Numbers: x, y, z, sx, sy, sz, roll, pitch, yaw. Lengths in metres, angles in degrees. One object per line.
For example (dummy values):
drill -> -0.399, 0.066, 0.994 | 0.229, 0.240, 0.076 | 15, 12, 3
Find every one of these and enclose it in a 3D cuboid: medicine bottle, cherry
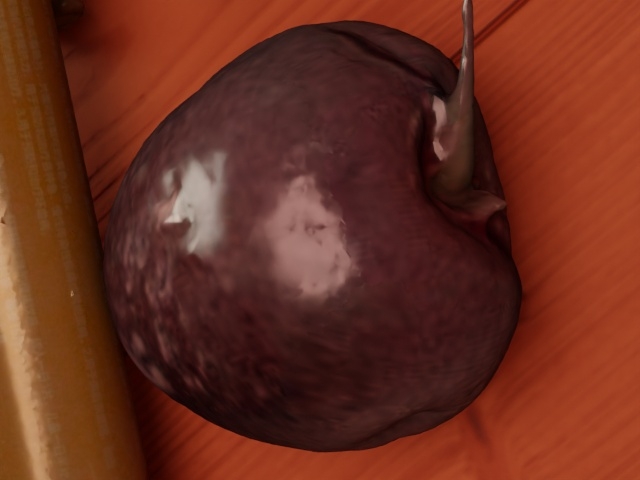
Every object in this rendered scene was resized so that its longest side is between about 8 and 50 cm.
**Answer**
medicine bottle -> -0.158, 0.029, 0.913 | 0.108, 0.108, 0.426 | -10, 93, 19
cherry -> 0.000, 0.000, 0.850 | 0.266, 0.183, 0.213 | -25, 62, 39

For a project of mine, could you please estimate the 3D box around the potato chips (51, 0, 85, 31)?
potato chips -> -0.303, -0.234, 1.030 | 0.407, 0.057, 0.080 | 42, 95, 15
